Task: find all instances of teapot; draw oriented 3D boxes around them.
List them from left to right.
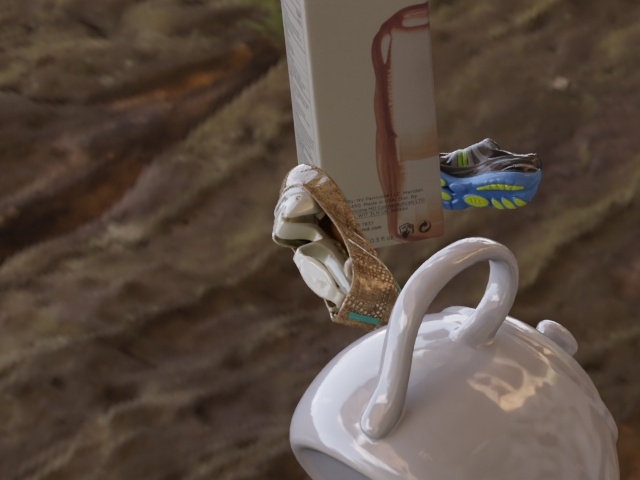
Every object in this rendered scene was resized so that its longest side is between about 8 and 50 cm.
[{"bbox_3d":[0.114,0.130,1.204,0.187,0.252,0.256,-52,7,-14],"label":"teapot"}]

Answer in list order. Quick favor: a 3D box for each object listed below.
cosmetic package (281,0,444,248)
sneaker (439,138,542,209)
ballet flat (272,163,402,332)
[{"bbox_3d":[0.041,-0.154,1.763,0.153,0.129,0.296,-113,15,-61],"label":"cosmetic package"},{"bbox_3d":[0.180,-0.081,2.069,0.078,0.188,0.067,-54,-44,-37],"label":"sneaker"},{"bbox_3d":[0.000,0.000,1.485,0.067,0.206,0.073,3,-56,-36],"label":"ballet flat"}]
